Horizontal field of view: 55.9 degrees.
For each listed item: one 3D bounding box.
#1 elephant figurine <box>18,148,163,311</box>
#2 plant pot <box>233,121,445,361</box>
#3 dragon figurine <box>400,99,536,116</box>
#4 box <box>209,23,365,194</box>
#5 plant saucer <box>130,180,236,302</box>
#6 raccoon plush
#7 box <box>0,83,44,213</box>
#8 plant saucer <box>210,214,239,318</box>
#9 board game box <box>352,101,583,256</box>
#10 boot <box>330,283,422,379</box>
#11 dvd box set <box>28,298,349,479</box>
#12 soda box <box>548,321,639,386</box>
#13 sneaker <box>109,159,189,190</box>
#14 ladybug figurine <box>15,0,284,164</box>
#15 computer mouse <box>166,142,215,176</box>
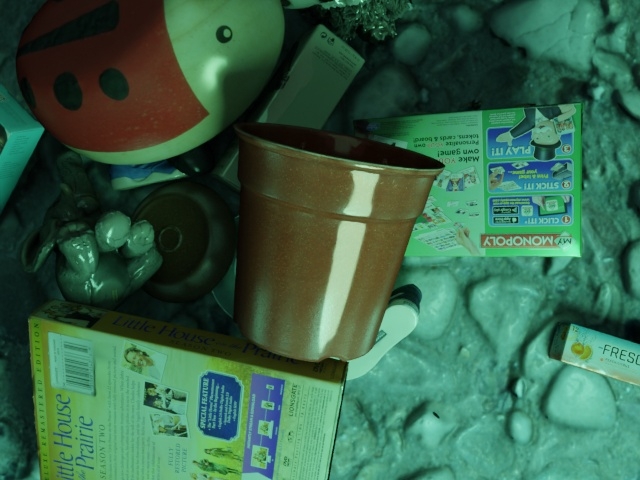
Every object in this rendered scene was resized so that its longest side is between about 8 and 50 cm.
[{"bbox_3d":[-0.362,-0.003,0.914,0.240,0.169,0.186,26,57,37],"label":"elephant figurine"},{"bbox_3d":[0.000,0.000,0.805,0.273,0.272,0.264,12,105,3],"label":"plant pot"},{"bbox_3d":[0.258,-0.137,0.945,0.290,0.085,0.143,4,84,1],"label":"dragon figurine"},{"bbox_3d":[-0.054,-0.189,0.938,0.094,0.113,0.275,34,84,-20],"label":"box"},{"bbox_3d":[-0.230,-0.001,0.949,0.199,0.036,0.198,-2,81,15],"label":"plant saucer"},{"bbox_3d":[0.075,-0.506,0.882,0.216,0.299,0.446,25,85,4],"label":"raccoon plush"},{"bbox_3d":[-0.522,-0.112,0.923,0.100,0.060,0.244,45,119,5],"label":"box"},{"bbox_3d":[-0.080,0.044,0.962,0.195,0.037,0.194,0,85,2],"label":"plant saucer"},{"bbox_3d":[0.211,-0.083,0.886,0.318,0.046,0.213,0,102,19],"label":"board game box"},{"bbox_3d":[0.083,0.143,0.937,0.190,0.086,0.069,-39,94,26],"label":"boot"},{"bbox_3d":[-0.189,0.263,0.836,0.421,0.062,0.307,10,113,7],"label":"dvd box set"},{"bbox_3d":[0.450,0.180,0.920,0.183,0.058,0.062,18,85,3],"label":"soda box"},{"bbox_3d":[-0.270,-0.134,0.975,0.152,0.058,0.084,-10,92,7],"label":"sneaker"},{"bbox_3d":[-0.270,-0.268,0.854,0.450,0.162,0.304,-12,78,25],"label":"ladybug figurine"},{"bbox_3d":[-0.256,-0.187,0.961,0.242,0.041,0.071,41,55,17],"label":"computer mouse"}]
